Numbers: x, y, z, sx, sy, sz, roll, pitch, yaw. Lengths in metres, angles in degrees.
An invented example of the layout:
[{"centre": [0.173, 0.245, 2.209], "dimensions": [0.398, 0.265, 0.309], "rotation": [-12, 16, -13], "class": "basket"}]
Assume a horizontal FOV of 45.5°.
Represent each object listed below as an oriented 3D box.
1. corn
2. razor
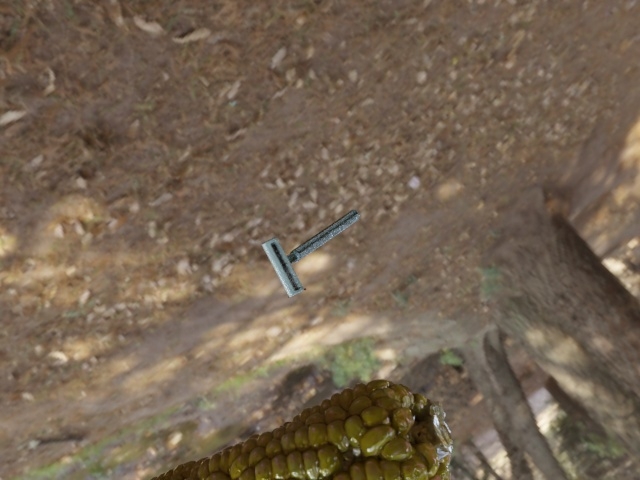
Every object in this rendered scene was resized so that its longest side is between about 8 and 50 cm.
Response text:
[{"centre": [-0.053, 0.174, 0.491], "dimensions": [0.292, 0.101, 0.101], "rotation": [-22, 164, 14], "class": "corn"}, {"centre": [-0.005, 0.002, 1.113], "dimensions": [0.036, 0.084, 0.211], "rotation": [-20, -170, 38], "class": "razor"}]
